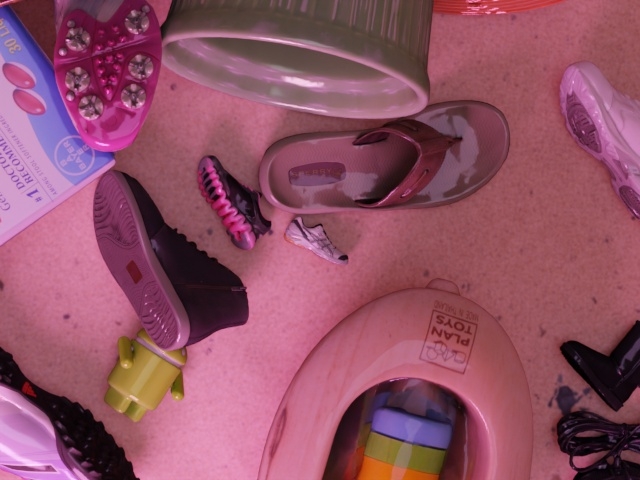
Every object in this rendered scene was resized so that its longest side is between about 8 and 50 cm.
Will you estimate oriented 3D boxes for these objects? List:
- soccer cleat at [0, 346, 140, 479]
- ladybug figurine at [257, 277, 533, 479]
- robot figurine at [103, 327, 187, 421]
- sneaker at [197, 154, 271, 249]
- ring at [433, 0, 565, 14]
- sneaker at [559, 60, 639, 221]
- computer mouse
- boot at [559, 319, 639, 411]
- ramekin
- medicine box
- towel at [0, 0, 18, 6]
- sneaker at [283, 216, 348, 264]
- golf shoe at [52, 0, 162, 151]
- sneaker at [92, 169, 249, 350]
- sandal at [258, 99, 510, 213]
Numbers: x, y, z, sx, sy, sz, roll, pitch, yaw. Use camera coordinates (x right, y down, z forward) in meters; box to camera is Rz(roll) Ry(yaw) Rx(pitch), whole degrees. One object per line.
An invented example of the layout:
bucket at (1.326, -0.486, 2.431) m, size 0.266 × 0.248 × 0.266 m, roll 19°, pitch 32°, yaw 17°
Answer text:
soccer cleat at (-0.341, 0.217, 1.792) m, size 0.318 × 0.108 × 0.116 m, roll 41°, pitch 106°, yaw -12°
ladybug figurine at (0.078, 0.260, 1.828) m, size 0.305 × 0.162 × 0.449 m, roll 20°, pitch 88°, yaw -10°
robot figurine at (-0.197, 0.147, 1.822) m, size 0.101 × 0.067 × 0.115 m, roll 38°, pitch 82°, yaw -36°
sneaker at (-0.097, -0.050, 1.855) m, size 0.057 × 0.047 × 0.119 m, roll -33°, pitch 98°, yaw -30°
ring at (0.148, -0.324, 1.747) m, size 0.336 × 0.336 × 0.032 m, roll 10°, pitch 75°, yaw -11°
sneaker at (0.377, -0.132, 1.922) m, size 0.115 × 0.090 × 0.232 m, roll -40°, pitch 107°, yaw -14°
computer mouse at (0.368, 0.348, 1.936) m, size 0.188 × 0.072 × 0.272 m, roll 5°, pitch 78°, yaw -9°
boot at (0.359, 0.138, 1.937) m, size 0.099 × 0.045 × 0.121 m, roll -45°, pitch 105°, yaw -4°
ramekin at (-0.019, -0.244, 1.736) m, size 0.303 × 0.303 × 0.148 m, roll 12°, pitch 82°, yaw -11°
medicine box at (-0.413, -0.108, 1.736) m, size 0.289 × 0.149 × 0.263 m, roll -36°, pitch 97°, yaw -9°
towel at (-0.308, -0.418, 1.689) m, size 0.271 × 0.040 × 0.370 m, roll -15°, pitch 64°, yaw 4°
sneaker at (0.000, 0.000, 1.874) m, size 0.083 × 0.032 × 0.037 m, roll 27°, pitch 87°, yaw -10°
golf shoe at (-0.231, -0.228, 1.709) m, size 0.115 × 0.140 × 0.306 m, roll -5°, pitch 72°, yaw -8°
sneaker at (-0.173, 0.017, 1.829) m, size 0.118 × 0.083 × 0.222 m, roll -12°, pitch 72°, yaw -45°
sandal at (0.081, -0.087, 1.859) m, size 0.302 × 0.086 × 0.120 m, roll -13°, pitch 94°, yaw -10°
